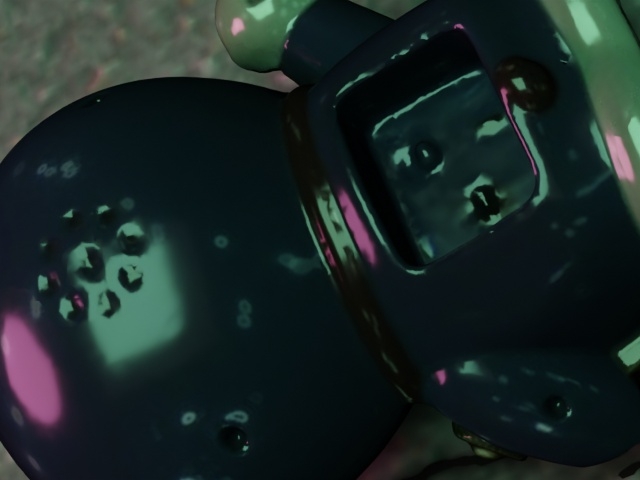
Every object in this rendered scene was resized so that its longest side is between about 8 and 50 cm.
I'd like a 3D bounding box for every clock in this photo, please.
[{"bbox_3d":[0.000,0.000,0.631,0.243,0.146,0.200,-26,74,10],"label":"clock"}]
